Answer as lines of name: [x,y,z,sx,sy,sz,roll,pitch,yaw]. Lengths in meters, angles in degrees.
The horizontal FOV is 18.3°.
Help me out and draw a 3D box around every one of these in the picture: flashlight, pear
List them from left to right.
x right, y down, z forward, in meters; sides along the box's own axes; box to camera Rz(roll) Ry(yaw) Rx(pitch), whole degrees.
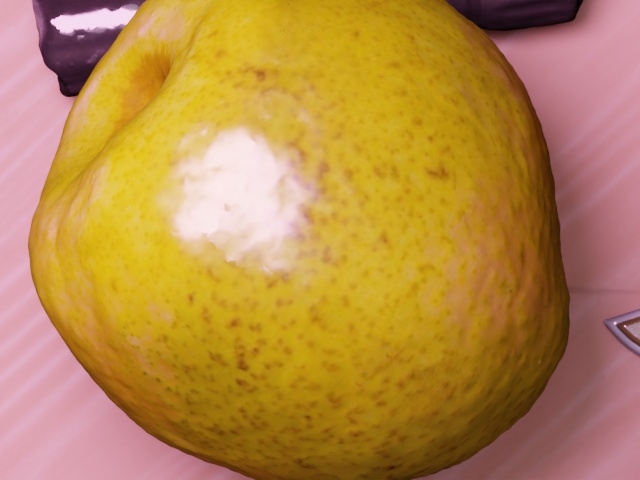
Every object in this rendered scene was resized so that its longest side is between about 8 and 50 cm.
flashlight: [-0.006,-0.187,1.516,0.423,0.103,0.103,-8,83,1]
pear: [0.000,0.000,1.368,0.391,0.391,0.391,0,83,4]

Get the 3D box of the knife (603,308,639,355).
knife: [0.386,0.053,1.490,0.343,0.027,0.061,-8,85,6]
